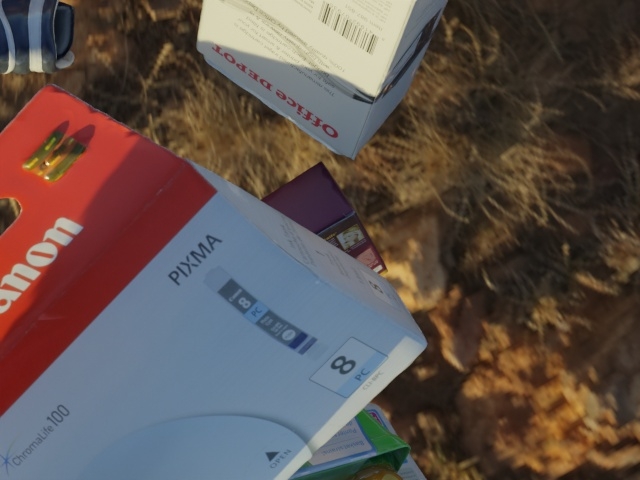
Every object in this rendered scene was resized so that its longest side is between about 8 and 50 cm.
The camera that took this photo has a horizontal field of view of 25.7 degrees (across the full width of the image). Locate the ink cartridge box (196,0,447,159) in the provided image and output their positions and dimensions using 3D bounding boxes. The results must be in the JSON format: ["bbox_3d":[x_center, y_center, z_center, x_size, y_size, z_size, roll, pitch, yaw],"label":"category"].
[{"bbox_3d":[0.007,-0.258,1.451,0.223,0.307,0.129,36,62,8],"label":"ink cartridge box"}]

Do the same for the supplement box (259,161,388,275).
[{"bbox_3d":[0.000,0.000,1.644,0.104,0.081,0.188,-32,153,1],"label":"supplement box"}]

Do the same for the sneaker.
[{"bbox_3d":[-0.346,-0.257,1.521,0.153,0.282,0.099,-5,126,-11],"label":"sneaker"}]

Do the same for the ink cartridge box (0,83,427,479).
[{"bbox_3d":[-0.146,0.091,1.063,0.308,0.091,0.385,-45,135,15],"label":"ink cartridge box"}]

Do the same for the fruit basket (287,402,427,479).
[{"bbox_3d":[0.021,0.327,1.480,0.327,0.353,0.165,-9,135,-32],"label":"fruit basket"}]
